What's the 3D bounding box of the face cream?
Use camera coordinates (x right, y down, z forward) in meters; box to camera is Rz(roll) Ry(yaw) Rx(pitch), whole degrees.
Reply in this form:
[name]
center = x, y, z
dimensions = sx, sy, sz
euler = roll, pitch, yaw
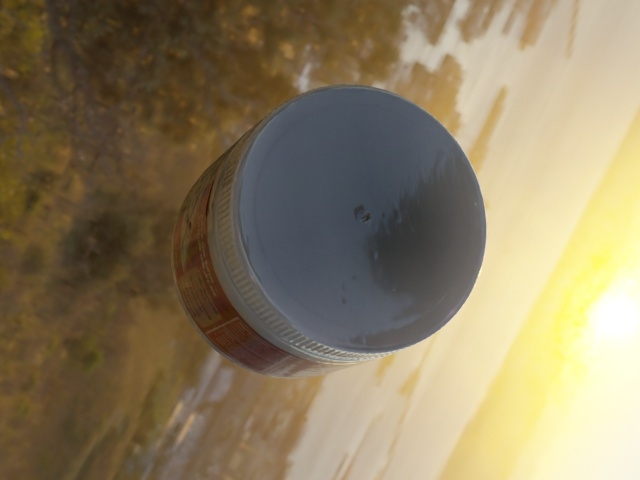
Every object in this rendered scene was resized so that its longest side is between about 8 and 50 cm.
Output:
[face cream]
center = 0.000, 0.000, 1.002
dimensions = 0.201, 0.201, 0.187
euler = -59, -169, -20
